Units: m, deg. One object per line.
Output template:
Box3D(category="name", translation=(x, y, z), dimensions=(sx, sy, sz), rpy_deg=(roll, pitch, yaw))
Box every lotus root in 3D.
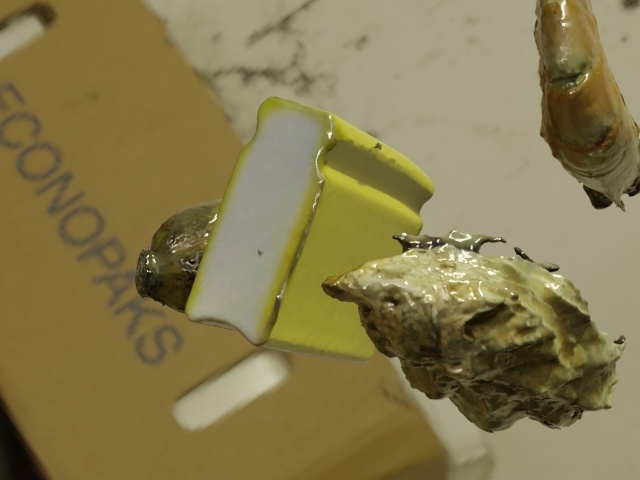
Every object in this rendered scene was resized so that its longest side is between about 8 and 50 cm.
Box3D(category="lotus root", translation=(-0.067, 0.009, 1.311), dimensions=(0.089, 0.179, 0.080), rpy_deg=(63, -27, 17))

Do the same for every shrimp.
Box3D(category="shrimp", translation=(0.186, -0.093, 1.138), dimensions=(0.267, 0.061, 0.145), rpy_deg=(44, 32, -57))

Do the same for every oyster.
Box3D(category="oyster", translation=(0.103, 0.065, 0.972), dimensions=(0.209, 0.133, 0.072), rpy_deg=(55, 21, -39))

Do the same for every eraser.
Box3D(category="eraser", translation=(0.000, 0.000, 1.133), dimensions=(0.069, 0.158, 0.226), rpy_deg=(22, 1, 22))
